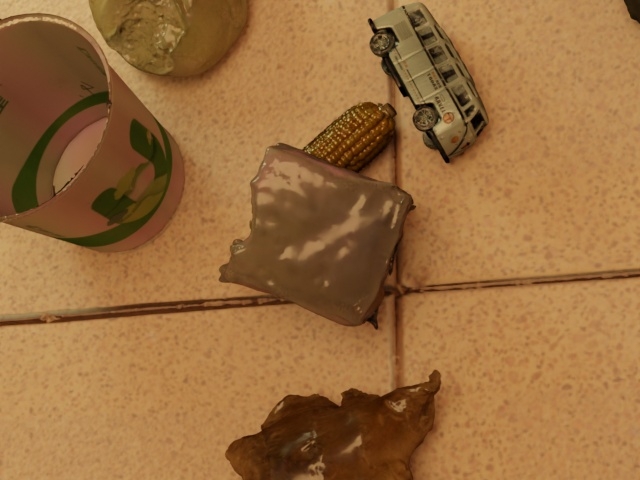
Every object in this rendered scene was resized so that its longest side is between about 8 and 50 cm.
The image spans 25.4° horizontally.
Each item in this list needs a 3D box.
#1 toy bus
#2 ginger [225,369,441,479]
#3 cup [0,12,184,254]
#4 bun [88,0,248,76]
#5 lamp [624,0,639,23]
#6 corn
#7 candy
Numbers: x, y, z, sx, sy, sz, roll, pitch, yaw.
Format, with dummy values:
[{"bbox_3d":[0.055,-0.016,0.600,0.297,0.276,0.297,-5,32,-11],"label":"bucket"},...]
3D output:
[{"bbox_3d":[0.131,-0.189,1.685,0.089,0.087,0.194,-29,69,6],"label":"toy bus"},{"bbox_3d":[0.027,0.241,1.590,0.270,0.123,0.219,-37,50,-13],"label":"ginger"},{"bbox_3d":[-0.307,-0.107,1.713,0.253,0.274,0.253,-6,72,18],"label":"cup"},{"bbox_3d":[-0.200,-0.323,1.818,0.210,0.116,0.237,-19,69,14],"label":"bun"},{"bbox_3d":[0.426,-0.231,1.583,0.101,0.101,0.250,-44,64,4],"label":"lamp"},{"bbox_3d":[0.008,-0.094,1.710,0.207,0.068,0.068,-39,67,5],"label":"corn"},{"bbox_3d":[0.000,0.000,1.617,0.195,0.137,0.184,21,96,3],"label":"candy"}]
